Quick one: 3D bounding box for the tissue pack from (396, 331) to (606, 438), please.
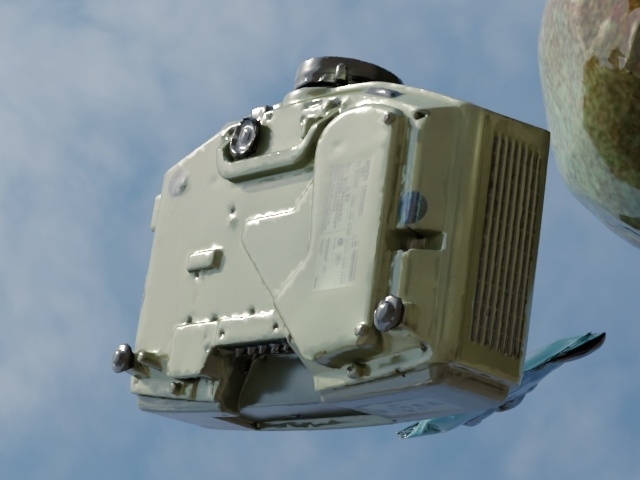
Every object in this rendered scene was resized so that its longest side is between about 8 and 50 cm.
[{"bbox_3d":[0.109,0.090,1.184,0.085,0.138,0.028,-27,-97,-28],"label":"tissue pack"}]

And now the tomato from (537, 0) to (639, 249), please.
[{"bbox_3d":[0.267,-0.113,1.100,0.304,0.239,0.303,0,-90,-14],"label":"tomato"}]

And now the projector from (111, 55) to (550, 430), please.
[{"bbox_3d":[0.000,0.000,1.051,0.088,0.269,0.193,20,-109,-36],"label":"projector"}]
